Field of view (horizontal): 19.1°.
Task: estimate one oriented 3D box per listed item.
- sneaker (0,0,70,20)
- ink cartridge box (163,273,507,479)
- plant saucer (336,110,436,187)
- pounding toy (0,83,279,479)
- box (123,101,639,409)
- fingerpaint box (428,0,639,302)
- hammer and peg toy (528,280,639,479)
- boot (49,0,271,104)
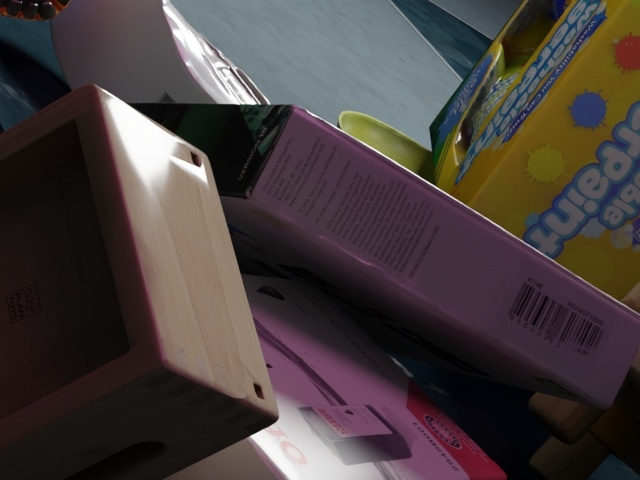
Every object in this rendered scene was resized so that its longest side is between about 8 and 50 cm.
[{"bbox_3d":[-0.272,-0.198,1.245,0.221,0.083,0.087,24,-8,-30],"label":"sneaker"},{"bbox_3d":[-0.032,0.093,0.885,0.158,0.092,0.218,44,18,25],"label":"ink cartridge box"},{"bbox_3d":[0.102,-0.023,1.633,0.241,0.037,0.241,35,15,-11],"label":"plant saucer"},{"bbox_3d":[-0.132,0.012,0.776,0.094,0.181,0.206,33,35,-54],"label":"pounding toy"},{"bbox_3d":[0.000,0.000,1.054,0.232,0.058,0.322,31,-10,-24],"label":"box"},{"bbox_3d":[0.279,-0.179,1.575,0.163,0.445,0.371,34,16,-9],"label":"fingerpaint box"},{"bbox_3d":[0.284,0.178,1.124,0.361,0.127,0.266,42,-9,17],"label":"hammer and peg toy"},{"bbox_3d":[-0.085,-0.088,1.330,0.258,0.095,0.123,53,14,22],"label":"boot"}]
